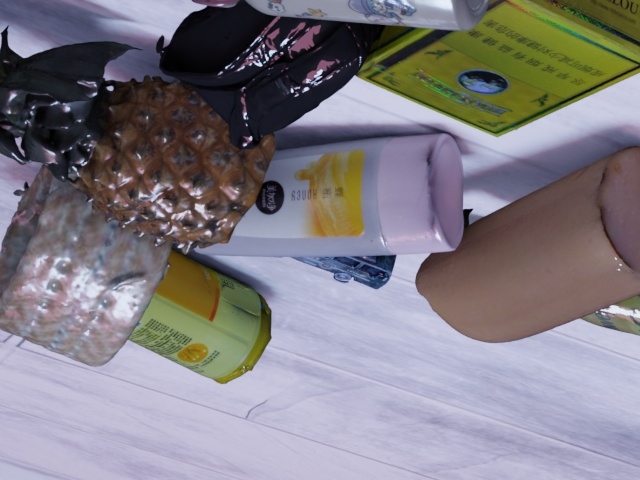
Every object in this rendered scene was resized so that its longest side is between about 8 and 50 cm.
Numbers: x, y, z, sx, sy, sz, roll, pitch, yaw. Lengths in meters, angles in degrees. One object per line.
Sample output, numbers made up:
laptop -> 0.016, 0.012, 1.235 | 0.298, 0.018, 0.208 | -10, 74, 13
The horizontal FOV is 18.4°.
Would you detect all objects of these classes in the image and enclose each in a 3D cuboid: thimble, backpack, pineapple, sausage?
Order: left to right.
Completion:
pineapple -> -0.220, -0.112, 1.701 | 0.365, 0.165, 0.165 | 24, 159, -20
thimble -> -0.243, 0.014, 1.994 | 0.148, 0.196, 0.229 | 20, 161, -15
backpack -> -0.030, -0.154, 1.525 | 0.165, 0.106, 0.120 | -24, 119, 36
sausage -> 0.206, 0.013, 1.744 | 0.123, 0.123, 0.253 | 25, 150, -29

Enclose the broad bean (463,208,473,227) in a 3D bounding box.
broad bean -> 0.003, -0.035, 1.897 | 0.318, 0.056, 0.098 | 2, 142, 32

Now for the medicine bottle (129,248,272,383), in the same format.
medicine bottle -> -0.162, 0.075, 2.233 | 0.239, 0.124, 0.124 | 28, 156, -37

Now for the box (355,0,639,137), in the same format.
box -> 0.139, -0.152, 1.475 | 0.141, 0.064, 0.220 | 21, 161, -23

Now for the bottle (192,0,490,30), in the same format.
bottle -> -0.001, -0.204, 1.351 | 0.233, 0.110, 0.110 | 6, 159, 19

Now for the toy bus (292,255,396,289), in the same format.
toy bus -> 0.000, 0.000, 2.018 | 0.166, 0.047, 0.065 | 20, 156, -16

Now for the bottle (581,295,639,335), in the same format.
bottle -> 0.257, 0.040, 1.898 | 0.270, 0.083, 0.083 | 12, 161, 11

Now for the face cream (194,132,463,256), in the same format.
face cream -> 0.003, -0.038, 1.805 | 0.269, 0.107, 0.073 | -3, 179, 30
